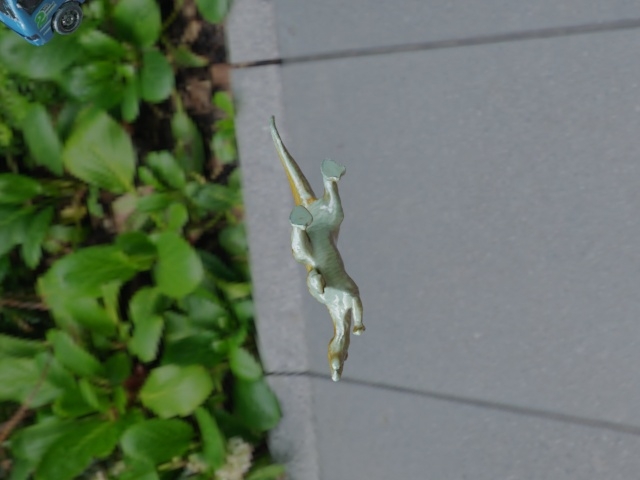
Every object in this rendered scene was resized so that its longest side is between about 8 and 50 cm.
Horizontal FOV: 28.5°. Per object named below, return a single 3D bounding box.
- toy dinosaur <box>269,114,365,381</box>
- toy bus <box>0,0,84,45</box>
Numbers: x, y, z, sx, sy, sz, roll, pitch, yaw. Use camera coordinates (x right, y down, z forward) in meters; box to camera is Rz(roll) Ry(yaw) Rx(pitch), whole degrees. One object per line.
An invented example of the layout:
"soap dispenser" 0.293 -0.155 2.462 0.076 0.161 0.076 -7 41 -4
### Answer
"toy dinosaur" 0.001 0.001 1.104 0.142 0.057 0.212 84 176 -47
"toy bus" -0.308 -0.363 1.490 0.113 0.134 0.246 37 85 29
